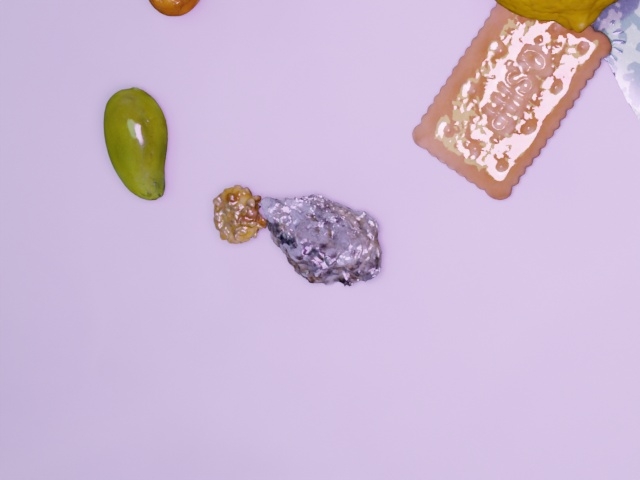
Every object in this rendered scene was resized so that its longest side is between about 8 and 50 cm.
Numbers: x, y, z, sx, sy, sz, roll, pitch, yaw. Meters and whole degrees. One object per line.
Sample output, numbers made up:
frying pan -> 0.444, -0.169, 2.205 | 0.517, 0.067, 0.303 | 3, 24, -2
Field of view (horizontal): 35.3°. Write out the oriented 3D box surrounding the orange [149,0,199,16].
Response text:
orange -> -0.206, -0.356, 1.406 | 0.083, 0.070, 0.083 | 3, 107, 11

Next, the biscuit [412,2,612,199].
biscuit -> 0.240, -0.190, 1.291 | 0.160, 0.030, 0.250 | 38, 108, 12

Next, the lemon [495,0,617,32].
lemon -> 0.277, -0.385, 1.155 | 0.267, 0.267, 0.267 | 2, 96, 18

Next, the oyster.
oyster -> 0.000, 0.000, 1.380 | 0.177, 0.064, 0.125 | 7, 93, 17

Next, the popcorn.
popcorn -> -0.114, -0.035, 1.415 | 0.083, 0.057, 0.082 | 23, 103, 12

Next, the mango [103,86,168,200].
mango -> -0.261, -0.137, 1.444 | 0.091, 0.074, 0.165 | -13, 92, 17

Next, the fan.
fan -> 0.403, -0.258, 1.246 | 0.131, 0.009, 0.240 | -10, 92, 18
